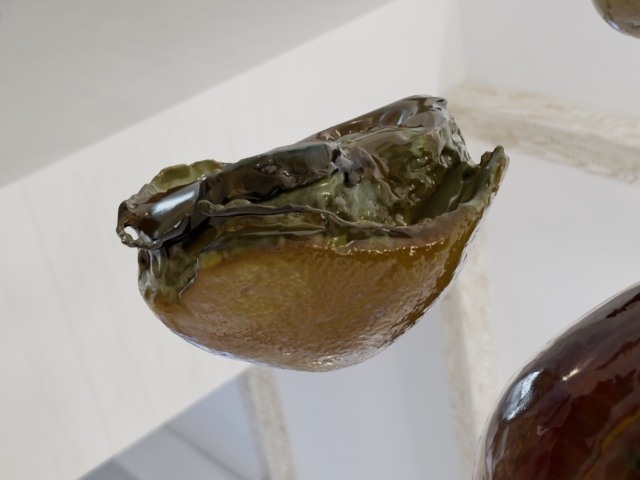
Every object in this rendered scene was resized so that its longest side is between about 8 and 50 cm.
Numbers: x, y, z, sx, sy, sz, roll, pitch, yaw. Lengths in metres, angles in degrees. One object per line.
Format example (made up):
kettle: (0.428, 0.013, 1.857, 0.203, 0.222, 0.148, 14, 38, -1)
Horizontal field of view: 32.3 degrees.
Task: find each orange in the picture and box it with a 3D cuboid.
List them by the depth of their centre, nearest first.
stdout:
orange: (0.000, 0.000, 0.487, 0.170, 0.160, 0.112, -1, -76, 17)

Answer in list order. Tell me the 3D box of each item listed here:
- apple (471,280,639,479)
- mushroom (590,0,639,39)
apple: (0.286, 0.167, 0.637, 0.365, 0.295, 0.329, 41, -8, -33)
mushroom: (0.442, -0.346, 1.428, 0.204, 0.204, 0.204, 34, -39, 34)
